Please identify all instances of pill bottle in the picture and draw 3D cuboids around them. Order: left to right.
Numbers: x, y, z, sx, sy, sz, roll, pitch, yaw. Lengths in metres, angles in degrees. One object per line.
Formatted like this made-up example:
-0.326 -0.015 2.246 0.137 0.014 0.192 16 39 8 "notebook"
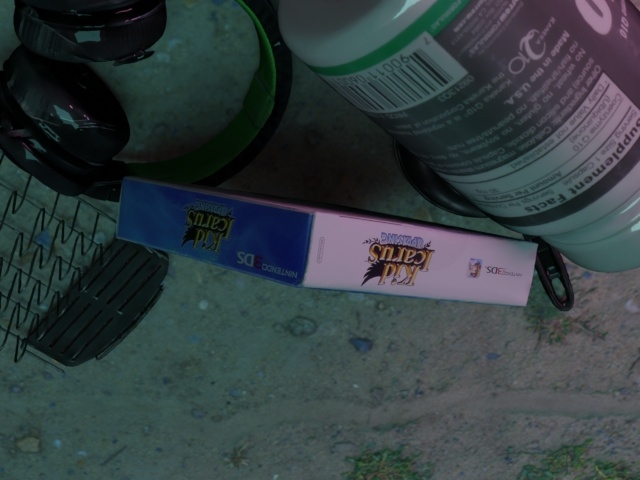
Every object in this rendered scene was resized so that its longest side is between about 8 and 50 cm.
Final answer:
0.157 -0.132 0.882 0.204 0.204 0.361 -40 126 20 "pill bottle"

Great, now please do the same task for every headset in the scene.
-0.206 -0.139 0.913 0.394 0.185 0.243 10 122 -25 "headset"

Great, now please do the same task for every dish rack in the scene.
-0.295 0.029 1.084 0.271 0.074 0.208 34 115 -25 "dish rack"

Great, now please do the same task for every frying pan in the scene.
0.172 -0.046 1.096 0.197 0.053 0.326 -4 121 -3 "frying pan"

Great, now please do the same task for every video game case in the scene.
0.000 0.000 0.937 0.244 0.269 0.061 5 95 -40 "video game case"
